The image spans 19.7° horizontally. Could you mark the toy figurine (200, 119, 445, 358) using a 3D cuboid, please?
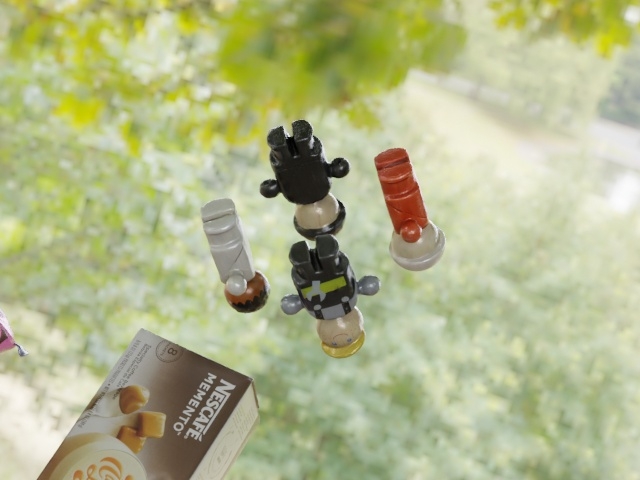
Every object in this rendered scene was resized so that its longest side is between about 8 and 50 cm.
[{"bbox_3d":[0.000,0.000,1.890,0.213,0.148,0.209,17,53,34],"label":"toy figurine"}]

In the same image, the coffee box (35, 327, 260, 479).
[{"bbox_3d":[-0.181,0.229,1.842,0.141,0.246,0.098,24,-27,18],"label":"coffee box"}]

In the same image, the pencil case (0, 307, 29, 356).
[{"bbox_3d":[-0.402,0.131,1.829,0.095,0.209,0.098,54,-11,12],"label":"pencil case"}]
